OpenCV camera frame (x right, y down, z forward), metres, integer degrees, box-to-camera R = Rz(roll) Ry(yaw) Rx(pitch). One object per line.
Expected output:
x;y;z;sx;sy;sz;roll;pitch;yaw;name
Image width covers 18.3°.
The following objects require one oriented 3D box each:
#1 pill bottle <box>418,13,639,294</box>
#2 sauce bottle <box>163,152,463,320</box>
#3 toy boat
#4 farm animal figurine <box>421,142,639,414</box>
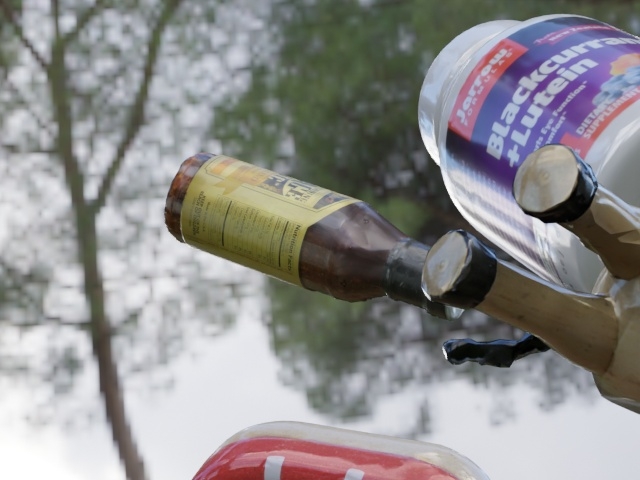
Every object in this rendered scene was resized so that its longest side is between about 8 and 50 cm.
0.114;-0.035;0.835;0.108;0.193;0.108;-7;-71;-19;pill bottle
0.000;0.000;0.785;0.128;0.042;0.042;19;-21;23;sauce bottle
0.003;0.211;1.255;0.231;0.151;0.151;4;-53;35;toy boat
0.177;0.103;0.415;0.172;0.330;0.326;25;-41;-39;farm animal figurine
